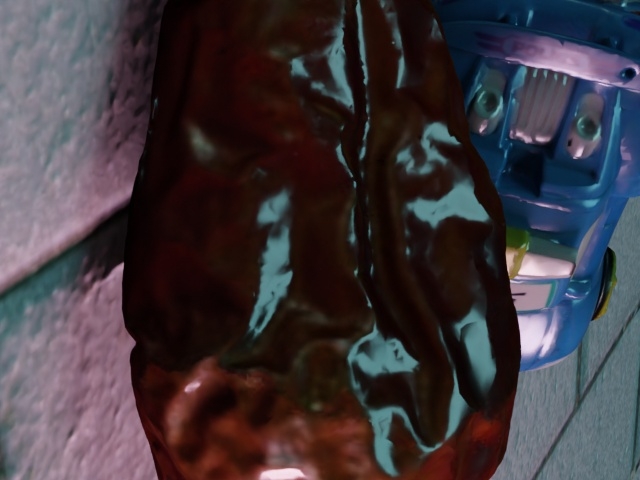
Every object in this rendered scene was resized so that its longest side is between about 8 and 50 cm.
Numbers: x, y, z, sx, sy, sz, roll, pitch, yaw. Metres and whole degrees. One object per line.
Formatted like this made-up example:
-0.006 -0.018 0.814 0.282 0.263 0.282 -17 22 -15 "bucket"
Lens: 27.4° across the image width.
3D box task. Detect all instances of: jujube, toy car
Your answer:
0.000 0.000 0.703 0.216 0.216 0.342 -11 95 -63 "jujube"
0.117 -0.024 0.851 0.166 0.198 0.314 -74 179 -56 "toy car"
